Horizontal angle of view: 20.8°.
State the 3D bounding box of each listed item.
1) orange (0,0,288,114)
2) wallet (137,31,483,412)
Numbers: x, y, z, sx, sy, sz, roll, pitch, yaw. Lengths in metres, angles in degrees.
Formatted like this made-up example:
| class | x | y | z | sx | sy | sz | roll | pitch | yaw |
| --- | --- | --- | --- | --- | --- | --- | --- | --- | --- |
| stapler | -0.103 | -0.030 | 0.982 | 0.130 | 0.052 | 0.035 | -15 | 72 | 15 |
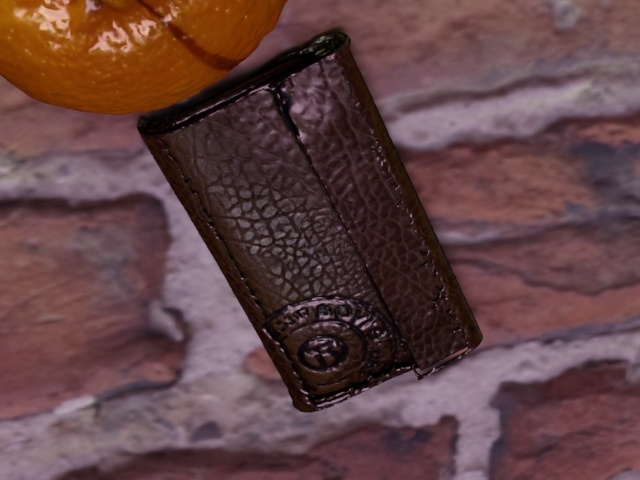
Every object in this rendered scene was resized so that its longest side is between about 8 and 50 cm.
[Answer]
| class | x | y | z | sx | sy | sz | roll | pitch | yaw |
| --- | --- | --- | --- | --- | --- | --- | --- | --- | --- |
| orange | -0.104 | -0.150 | 0.846 | 0.193 | 0.161 | 0.193 | -5 | 130 | -5 |
| wallet | 0.000 | 0.000 | 1.052 | 0.132 | 0.039 | 0.243 | -22 | 127 | 6 |
